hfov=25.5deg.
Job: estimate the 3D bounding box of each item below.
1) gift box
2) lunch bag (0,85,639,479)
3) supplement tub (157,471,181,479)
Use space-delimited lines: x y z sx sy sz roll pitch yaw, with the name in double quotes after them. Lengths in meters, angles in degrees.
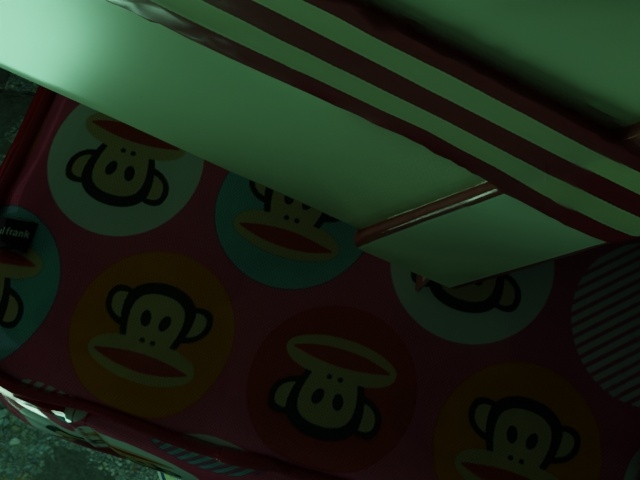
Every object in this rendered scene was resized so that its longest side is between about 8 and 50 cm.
0.041 -0.117 0.414 0.255 0.258 0.276 -14 56 62 "gift box"
0.018 -0.008 0.606 0.120 0.293 0.258 91 -162 -69 "lunch bag"
0.023 0.063 0.829 0.325 0.235 0.235 105 167 -59 "supplement tub"
